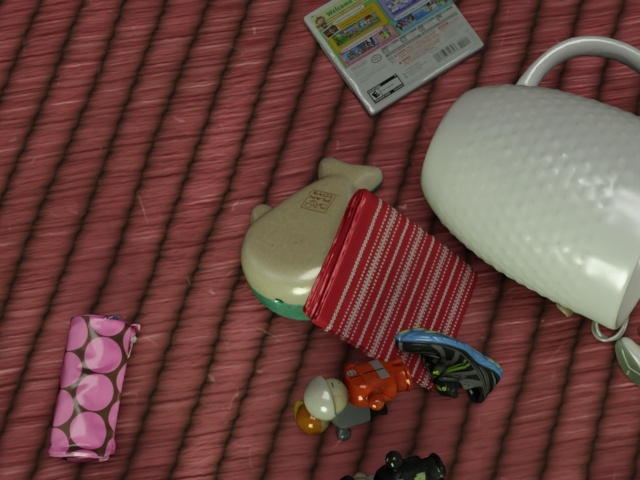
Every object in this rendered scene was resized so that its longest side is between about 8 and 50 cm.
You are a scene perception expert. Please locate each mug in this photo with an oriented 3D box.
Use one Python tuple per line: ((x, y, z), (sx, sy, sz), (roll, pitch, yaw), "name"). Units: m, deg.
((0.344, -0.112, 1.643), (0.328, 0.276, 0.374), (27, 82, 20), "mug")

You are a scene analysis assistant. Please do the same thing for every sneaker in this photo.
((0.178, 0.176, 1.641), (0.188, 0.067, 0.078), (30, 83, -33), "sneaker")
((0.485, 0.191, 1.688), (0.061, 0.054, 0.152), (-43, 87, -17), "sneaker")

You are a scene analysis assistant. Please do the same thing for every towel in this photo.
((0.104, 0.072, 1.635), (0.275, 0.031, 0.199), (34, 72, -38), "towel")

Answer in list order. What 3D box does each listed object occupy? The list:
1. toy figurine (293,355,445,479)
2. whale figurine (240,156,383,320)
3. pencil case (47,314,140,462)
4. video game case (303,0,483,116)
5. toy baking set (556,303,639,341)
((0.053, 0.275, 1.574), (0.148, 0.209, 0.213), (-15, 76, -16), "toy figurine")
((0.000, 0.000, 1.703), (0.216, 0.141, 0.272), (12, 51, 21), "whale figurine")
((-0.317, 0.207, 1.653), (0.098, 0.095, 0.209), (12, 77, -14), "pencil case")
((0.113, -0.322, 1.831), (0.212, 0.023, 0.193), (-32, 78, -8), "video game case")
((0.484, 0.067, 1.727), (0.256, 0.030, 0.197), (15, 75, 3), "toy baking set")
